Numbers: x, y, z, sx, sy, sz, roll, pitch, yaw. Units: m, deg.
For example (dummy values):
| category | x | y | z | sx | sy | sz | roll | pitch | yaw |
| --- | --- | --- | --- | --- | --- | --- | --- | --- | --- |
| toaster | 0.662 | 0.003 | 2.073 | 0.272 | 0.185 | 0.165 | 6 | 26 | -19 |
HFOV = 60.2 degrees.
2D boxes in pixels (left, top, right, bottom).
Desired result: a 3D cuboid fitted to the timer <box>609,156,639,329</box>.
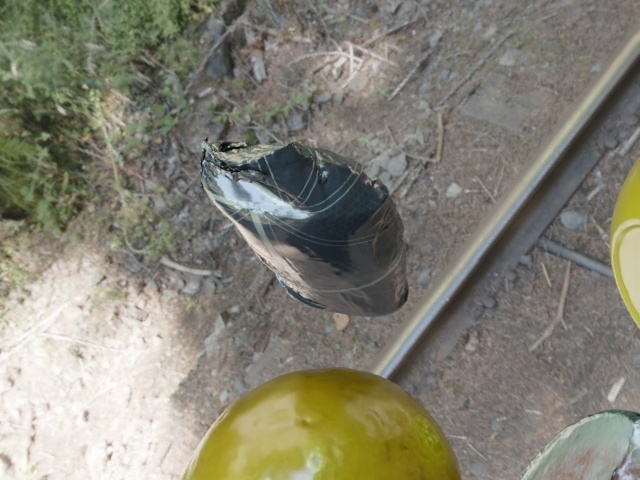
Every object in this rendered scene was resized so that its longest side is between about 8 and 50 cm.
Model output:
| category | x | y | z | sx | sy | sz | roll | pitch | yaw |
| --- | --- | --- | --- | --- | --- | --- | --- | --- | --- |
| timer | 0.508 | -0.009 | 0.526 | 0.387 | 0.376 | 0.376 | -21 | 50 | 3 |

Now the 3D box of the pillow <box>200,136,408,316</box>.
| category | x | y | z | sx | sy | sz | roll | pitch | yaw |
| --- | --- | --- | --- | --- | --- | --- | --- | --- | --- |
| pillow | 0.000 | 0.000 | 0.540 | 0.162 | 0.335 | 0.092 | -1 | 66 | 15 |

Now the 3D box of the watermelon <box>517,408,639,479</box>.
| category | x | y | z | sx | sy | sz | roll | pitch | yaw |
| --- | --- | --- | --- | --- | --- | --- | --- | --- | --- |
| watermelon | 0.245 | 0.318 | 0.440 | 0.292 | 0.250 | 0.283 | -44 | 63 | 8 |

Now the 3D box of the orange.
| category | x | y | z | sx | sy | sz | roll | pitch | yaw |
| --- | --- | --- | --- | --- | --- | --- | --- | --- | --- |
| orange | 0.004 | 0.257 | 0.509 | 0.279 | 0.279 | 0.235 | -42 | 41 | 4 |
